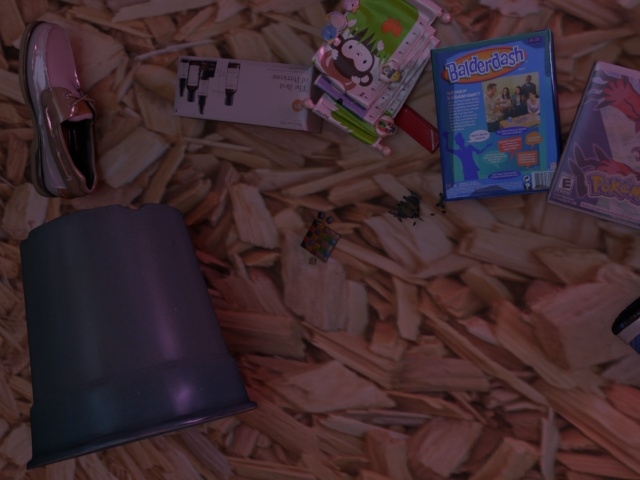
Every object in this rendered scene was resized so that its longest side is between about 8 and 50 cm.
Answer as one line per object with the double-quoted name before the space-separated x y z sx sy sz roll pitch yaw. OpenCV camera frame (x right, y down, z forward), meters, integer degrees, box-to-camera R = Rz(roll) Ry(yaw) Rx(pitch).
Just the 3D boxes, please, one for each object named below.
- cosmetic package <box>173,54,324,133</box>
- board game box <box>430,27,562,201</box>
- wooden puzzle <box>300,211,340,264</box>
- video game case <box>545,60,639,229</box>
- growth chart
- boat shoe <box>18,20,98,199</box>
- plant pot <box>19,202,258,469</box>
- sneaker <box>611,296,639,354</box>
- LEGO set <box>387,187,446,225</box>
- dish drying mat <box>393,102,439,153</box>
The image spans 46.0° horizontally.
"cosmetic package" -0.112 -0.227 1.167 0.239 0.060 0.099 10 99 24
"board game box" 0.239 -0.163 1.015 0.160 0.047 0.210 -4 93 23
"wooden puzzle" 0.000 0.000 1.162 0.049 0.006 0.083 35 107 18
"video game case" 0.404 -0.104 0.924 0.201 0.023 0.183 17 107 9
"growth chart" 0.072 -0.260 1.072 0.172 0.021 0.237 26 98 4
"boat shoe" -0.437 -0.222 1.297 0.103 0.113 0.302 5 107 23
"plant pot" -0.299 0.137 1.153 0.341 0.341 0.334 -20 78 25
"sneaker" 0.464 0.071 0.922 0.081 0.080 0.211 48 121 7
"LEGO set" 0.140 -0.048 1.090 0.083 0.023 0.054 9 100 11
"dish drying mat" 0.139 -0.162 1.085 0.083 0.008 0.032 43 110 16
